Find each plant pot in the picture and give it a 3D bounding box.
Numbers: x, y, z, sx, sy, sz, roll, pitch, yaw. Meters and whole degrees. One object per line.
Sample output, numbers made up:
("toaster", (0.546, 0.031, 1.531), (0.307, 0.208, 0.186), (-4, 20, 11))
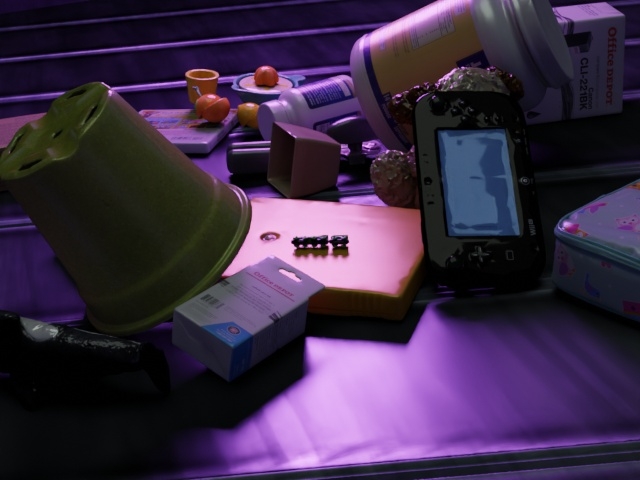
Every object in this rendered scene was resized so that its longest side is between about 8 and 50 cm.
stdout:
("plant pot", (-0.274, -0.059, 1.404), (0.276, 0.254, 0.276), (-26, 34, 19))
("plant pot", (-0.024, -0.140, 1.832), (0.096, 0.109, 0.109), (-4, 22, -24))

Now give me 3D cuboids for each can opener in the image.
("can opener", (-0.029, -0.177, 1.912), (0.284, 0.095, 0.076), (-3, 24, -4))

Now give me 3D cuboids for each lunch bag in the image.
("lunch bag", (0.463, 0.006, 1.402), (0.279, 0.107, 0.224), (-23, 30, -32))

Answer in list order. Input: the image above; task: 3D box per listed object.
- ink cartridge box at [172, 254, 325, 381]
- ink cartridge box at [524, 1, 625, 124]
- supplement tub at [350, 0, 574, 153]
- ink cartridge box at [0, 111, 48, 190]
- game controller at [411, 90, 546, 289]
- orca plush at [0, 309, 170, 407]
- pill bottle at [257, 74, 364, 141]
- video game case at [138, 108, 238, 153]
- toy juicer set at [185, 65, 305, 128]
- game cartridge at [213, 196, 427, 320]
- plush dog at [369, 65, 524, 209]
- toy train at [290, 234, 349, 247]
("ink cartridge box", (-0.089, 0.095, 1.358), (0.104, 0.060, 0.180), (30, 40, 29))
("ink cartridge box", (0.434, -0.334, 2.034), (0.273, 0.196, 0.114), (-8, 26, -4))
("supplement tub", (0.245, -0.304, 1.847), (0.331, 0.241, 0.241), (-22, 18, 24))
("ink cartridge box", (-0.553, -0.172, 2.021), (0.235, 0.088, 0.193), (-10, 24, -8))
("game controller", (0.220, -0.077, 1.505), (0.167, 0.067, 0.319), (-5, 62, 4))
("orca plush", (-0.322, 0.161, 1.303), (0.287, 0.102, 0.151), (11, -17, 12))
("pill bottle", (-0.020, -0.243, 2.033), (0.187, 0.112, 0.112), (-18, 28, -26))
("video game case", (-0.297, -0.221, 2.149), (0.227, 0.026, 0.206), (1, 26, 16))
("toy juicer set", (-0.106, -0.298, 2.160), (0.329, 0.089, 0.209), (0, 27, -10))
("game cartridge", (-0.001, 0.021, 1.546), (0.324, 0.052, 0.285), (6, 27, 18))
("plush dog", (0.225, -0.160, 1.669), (0.263, 0.225, 0.211), (-17, 27, -23))
("toy train", (0.000, 0.000, 1.511), (0.083, 0.017, 0.023), (0, 16, 8))
